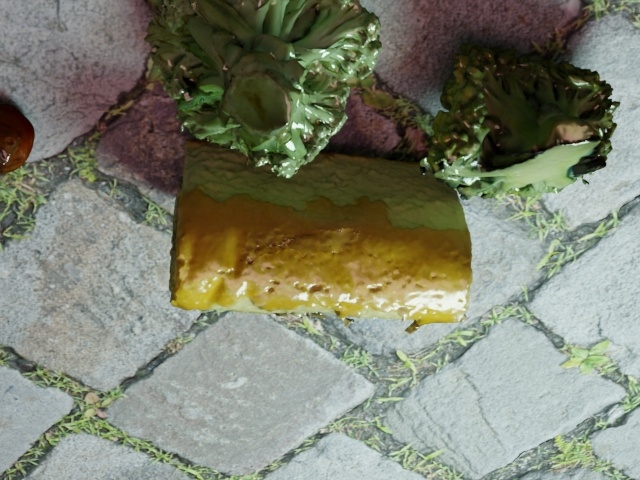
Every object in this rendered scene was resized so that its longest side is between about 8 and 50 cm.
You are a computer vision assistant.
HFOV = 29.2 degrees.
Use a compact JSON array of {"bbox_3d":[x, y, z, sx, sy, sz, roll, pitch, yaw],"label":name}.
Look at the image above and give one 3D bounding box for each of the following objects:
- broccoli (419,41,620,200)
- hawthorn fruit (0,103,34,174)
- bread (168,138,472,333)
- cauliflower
[{"bbox_3d":[0.242,-0.159,1.464,0.242,0.180,0.273,-2,167,-11],"label":"broccoli"},{"bbox_3d":[-0.390,-0.118,1.495,0.081,0.093,0.081,-2,131,-3],"label":"hawthorn fruit"},{"bbox_3d":[0.000,0.000,1.553,0.375,0.237,0.165,4,133,-10],"label":"bread"},{"bbox_3d":[-0.069,-0.191,1.365,0.275,0.250,0.272,33,119,-25],"label":"cauliflower"}]
